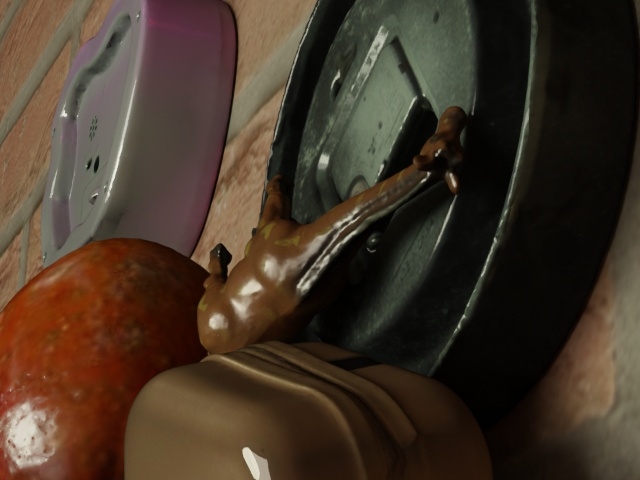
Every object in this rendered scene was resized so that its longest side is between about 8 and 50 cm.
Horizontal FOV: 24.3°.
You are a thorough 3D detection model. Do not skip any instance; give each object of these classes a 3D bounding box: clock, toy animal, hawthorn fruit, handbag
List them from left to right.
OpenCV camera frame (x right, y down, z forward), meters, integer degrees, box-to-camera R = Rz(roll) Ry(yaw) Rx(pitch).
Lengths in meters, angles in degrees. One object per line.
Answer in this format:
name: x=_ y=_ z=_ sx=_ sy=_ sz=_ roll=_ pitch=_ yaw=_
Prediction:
clock: x=-0.198 y=-0.111 z=1.549 sx=0.338 sy=0.102 sz=0.339 roll=-42 pitch=41 yaw=53
hawthorn fruit: x=-0.138 y=0.149 z=1.098 sx=0.284 sy=0.284 sz=0.284 roll=-42 pitch=42 yaw=54
handbag: x=-0.028 y=0.202 z=0.850 sx=0.283 sy=0.149 sz=0.302 roll=19 pitch=115 yaw=55
toy animal: x=0.000 y=0.000 z=0.914 sx=0.224 sy=0.066 sz=0.230 roll=-55 pitch=17 yaw=5
clock: x=0.065 y=-0.054 z=0.962 sx=0.386 sy=0.076 sz=0.386 roll=-43 pitch=41 yaw=53
